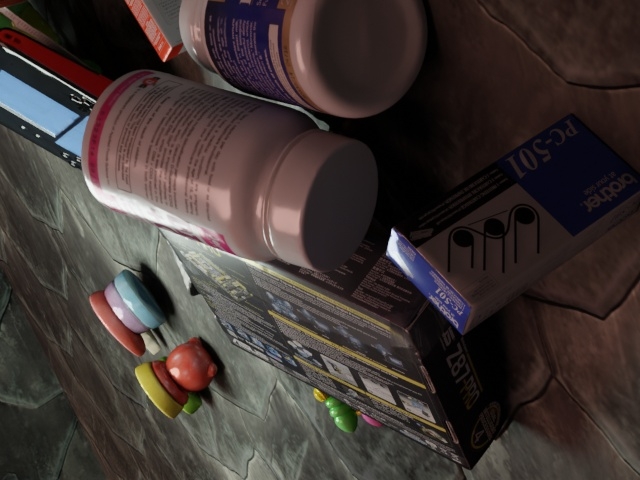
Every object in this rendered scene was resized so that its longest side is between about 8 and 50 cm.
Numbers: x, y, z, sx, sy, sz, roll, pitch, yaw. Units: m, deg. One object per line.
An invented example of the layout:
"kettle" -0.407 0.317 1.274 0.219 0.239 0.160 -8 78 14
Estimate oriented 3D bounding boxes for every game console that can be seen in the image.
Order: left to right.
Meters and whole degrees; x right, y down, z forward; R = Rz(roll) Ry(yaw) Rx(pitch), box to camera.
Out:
"game console" -0.372 -0.181 1.767 0.342 0.060 0.386 26 164 -20

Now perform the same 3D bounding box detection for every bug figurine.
"bug figurine" 0.017 0.171 1.629 0.216 0.072 0.279 58 156 0

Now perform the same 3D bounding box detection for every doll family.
"doll family" -0.003 -0.099 1.349 0.111 0.076 0.193 30 158 7

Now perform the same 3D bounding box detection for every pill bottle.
"pill bottle" -0.094 -0.071 1.189 0.283 0.160 0.160 19 137 31
"pill bottle" -0.028 -0.214 1.167 0.264 0.153 0.153 21 136 53

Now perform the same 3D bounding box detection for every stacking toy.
"stacking toy" -0.300 0.198 2.289 0.309 0.130 0.279 53 -178 19

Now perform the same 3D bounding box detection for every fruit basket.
"fruit basket" -0.465 -0.302 1.900 0.353 0.165 0.327 30 165 -20

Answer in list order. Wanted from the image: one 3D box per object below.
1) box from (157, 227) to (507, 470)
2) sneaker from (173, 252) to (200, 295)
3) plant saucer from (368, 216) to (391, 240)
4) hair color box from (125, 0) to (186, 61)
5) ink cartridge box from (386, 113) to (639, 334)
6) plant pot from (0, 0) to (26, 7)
"box" 0.006 0.084 1.348 0.395 0.097 0.318 24 157 35
"sneaker" -0.194 -0.027 1.768 0.129 0.111 0.297 56 155 20
"plant saucer" 0.000 0.000 1.390 0.310 0.050 0.310 33 162 12
"hair color box" -0.197 -0.318 1.443 0.167 0.093 0.053 59 156 1
"ink cartridge box" 0.164 -0.017 0.962 0.097 0.207 0.046 48 154 23
"plant pot" -0.500 -0.511 1.627 0.272 0.272 0.265 45 144 28
